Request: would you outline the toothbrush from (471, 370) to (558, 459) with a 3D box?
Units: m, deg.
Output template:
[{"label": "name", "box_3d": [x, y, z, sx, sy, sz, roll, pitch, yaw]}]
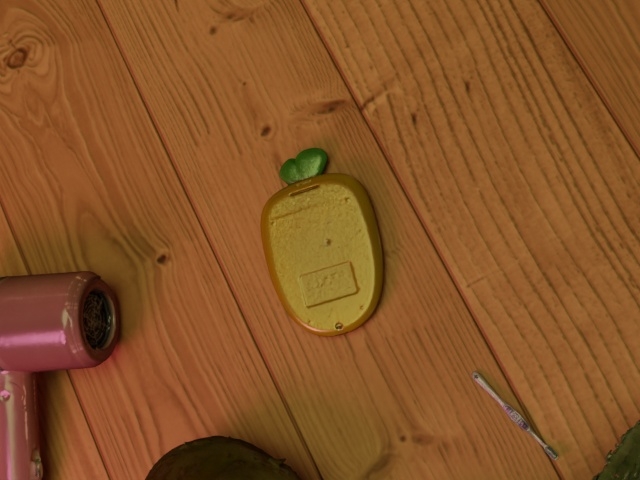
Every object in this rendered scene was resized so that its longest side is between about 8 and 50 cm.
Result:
[{"label": "toothbrush", "box_3d": [0.215, 0.194, 1.119, 0.011, 0.013, 0.131, -45, 67, 1]}]

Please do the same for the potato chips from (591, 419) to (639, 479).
[{"label": "potato chips", "box_3d": [0.373, 0.352, 0.913, 0.358, 0.070, 0.429, 40, 65, 11]}]

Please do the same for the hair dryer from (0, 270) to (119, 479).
[{"label": "hair dryer", "box_3d": [-0.363, 0.219, 1.271, 0.210, 0.125, 0.352, -5, 88, 17]}]

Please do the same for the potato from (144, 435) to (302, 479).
[{"label": "potato", "box_3d": [-0.140, 0.360, 1.124, 0.210, 0.173, 0.307, 31, 88, 19]}]

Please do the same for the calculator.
[{"label": "calculator", "box_3d": [0.000, 0.000, 1.218, 0.146, 0.032, 0.235, -18, 76, 15]}]
